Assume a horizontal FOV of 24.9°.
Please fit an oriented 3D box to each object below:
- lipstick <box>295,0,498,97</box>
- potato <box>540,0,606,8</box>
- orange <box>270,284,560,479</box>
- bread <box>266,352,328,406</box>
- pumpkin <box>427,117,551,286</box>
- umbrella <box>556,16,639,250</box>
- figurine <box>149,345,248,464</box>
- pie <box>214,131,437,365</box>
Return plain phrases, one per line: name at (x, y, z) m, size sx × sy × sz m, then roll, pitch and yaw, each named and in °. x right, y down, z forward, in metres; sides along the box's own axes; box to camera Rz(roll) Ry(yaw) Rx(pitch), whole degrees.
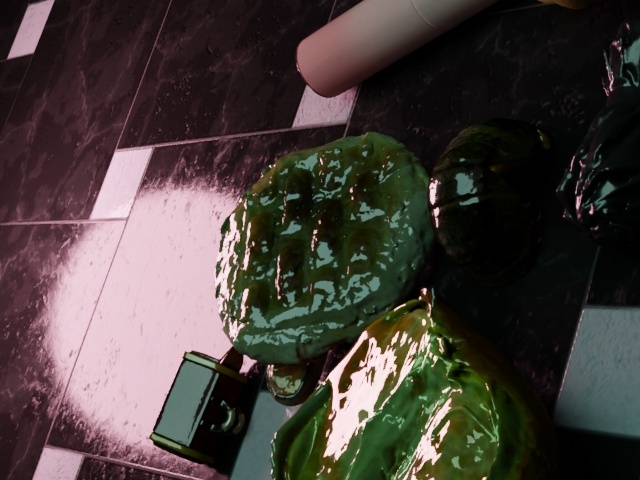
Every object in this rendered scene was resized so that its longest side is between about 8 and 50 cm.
lipstick at (0.108, -0.276, 1.760) m, size 0.327 × 0.087 × 0.087 m, roll -26°, pitch 48°, yaw 42°
potato at (0.298, -0.344, 1.496) m, size 0.228 × 0.148 × 0.197 m, roll -50°, pitch -4°, yaw 1°
orange at (0.090, 0.210, 1.351) m, size 0.262 × 0.196 × 0.334 m, roll -45°, pitch 39°, yaw 0°
bread at (-0.009, 0.095, 1.684) m, size 0.073 × 0.053 × 0.214 m, roll -2°, pitch 62°, yaw 33°
pumpkin at (0.167, -0.055, 1.515) m, size 0.119 × 0.108 × 0.183 m, roll -26°, pitch 46°, yaw 49°
umbrella at (0.314, -0.145, 1.397) m, size 0.118 × 0.118 × 0.340 m, roll -13°, pitch 48°, yaw 49°
figurine at (-0.130, 0.197, 1.766) m, size 0.098 × 0.082 × 0.154 m, roll 18°, pitch 81°, yaw 42°
pie at (0.000, 0.000, 1.659) m, size 0.306 × 0.071 × 0.306 m, roll -14°, pitch 54°, yaw 20°
